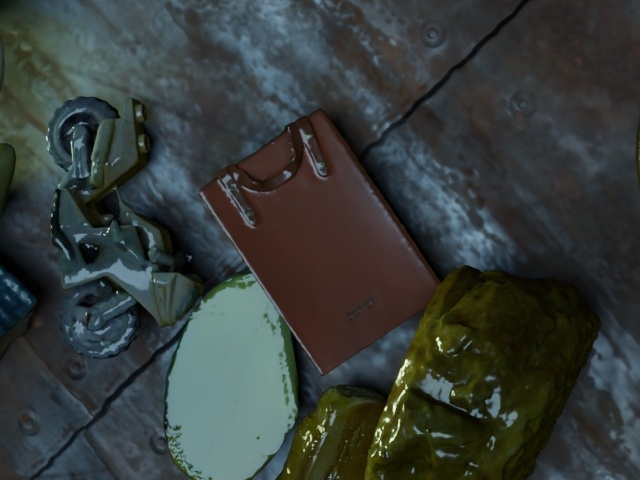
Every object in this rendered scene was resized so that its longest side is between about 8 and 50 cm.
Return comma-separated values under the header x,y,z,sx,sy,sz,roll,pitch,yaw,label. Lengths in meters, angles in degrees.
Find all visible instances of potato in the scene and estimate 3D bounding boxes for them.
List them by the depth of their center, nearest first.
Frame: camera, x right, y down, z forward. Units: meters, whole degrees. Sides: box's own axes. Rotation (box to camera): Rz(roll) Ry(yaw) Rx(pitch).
x,y,z,sx,sy,sz,roll,pitch,yaw,label
-0.072,0.116,1.490,0.119,0.054,0.198,5,97,9,potato

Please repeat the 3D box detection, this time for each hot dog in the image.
x,y,z,sx,sy,sz,roll,pitch,yaw,label
-0.018,0.251,1.486,0.083,0.068,0.289,14,109,-28,hot dog

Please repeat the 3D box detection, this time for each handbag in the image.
x,y,z,sx,sy,sz,roll,pitch,yaw,label
0.000,0.000,1.426,0.127,0.063,0.190,-33,87,-1,handbag

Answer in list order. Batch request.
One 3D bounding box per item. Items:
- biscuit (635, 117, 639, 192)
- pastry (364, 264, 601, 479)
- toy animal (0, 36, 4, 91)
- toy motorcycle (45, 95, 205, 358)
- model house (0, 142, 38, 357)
x,y,z,sx,sy,sz,roll,pitch,yaw,label
0.381,-0.023,1.249,0.367,0.063,0.314,42,112,29,biscuit
0.124,0.135,1.335,0.132,0.235,0.240,20,116,9,pastry
-0.382,-0.205,1.439,0.289,0.249,0.174,39,130,-9,toy animal
-0.167,-0.014,1.484,0.129,0.094,0.229,-7,85,14,toy motorcycle
-0.382,0.040,1.510,0.267,0.194,0.325,42,106,7,model house
